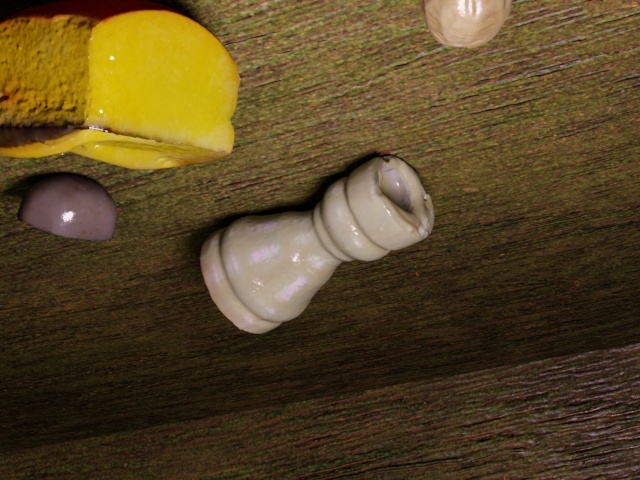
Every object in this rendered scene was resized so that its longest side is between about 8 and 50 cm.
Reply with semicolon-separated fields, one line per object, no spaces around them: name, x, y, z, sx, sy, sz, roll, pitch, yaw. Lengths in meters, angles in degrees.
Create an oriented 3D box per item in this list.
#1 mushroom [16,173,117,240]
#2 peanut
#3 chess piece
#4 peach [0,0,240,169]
mushroom;-0.458;-0.065;2.404;0.188;0.141;0.117;14;115;-41
peanut;0.208;-0.374;1.815;0.147;0.147;0.319;-4;154;1
chess piece;0.000;0.000;2.499;0.442;0.234;0.234;-28;145;32
peach;-0.337;-0.235;1.932;0.380;0.242;0.306;0;178;-38
